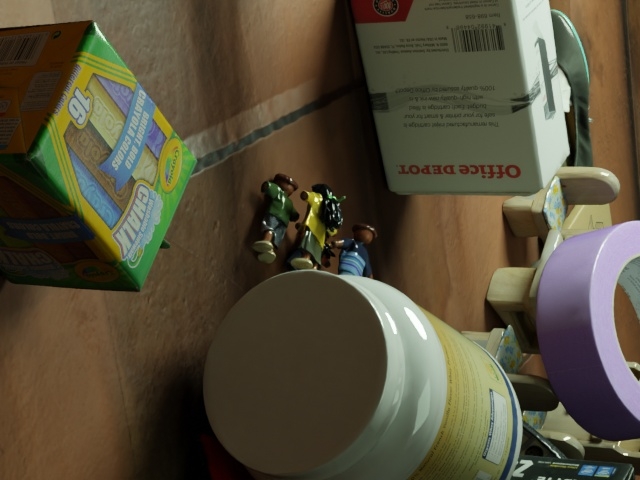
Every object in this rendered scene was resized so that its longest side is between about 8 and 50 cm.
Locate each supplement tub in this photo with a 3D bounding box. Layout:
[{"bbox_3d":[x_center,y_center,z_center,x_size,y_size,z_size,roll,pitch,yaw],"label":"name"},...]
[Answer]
[{"bbox_3d":[0.046,0.165,1.493,0.316,0.228,0.228,34,62,-57],"label":"supplement tub"}]

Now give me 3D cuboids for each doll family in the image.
[{"bbox_3d":[0.000,0.000,1.572,0.193,0.076,0.111,60,37,-51],"label":"doll family"}]

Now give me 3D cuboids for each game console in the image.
[{"bbox_3d":[-0.098,0.271,1.461,0.144,0.085,0.124,39,27,-56],"label":"game console"}]

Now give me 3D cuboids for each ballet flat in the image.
[{"bbox_3d":[0.335,-0.186,2.147,0.096,0.095,0.280,-42,128,-37],"label":"ballet flat"}]

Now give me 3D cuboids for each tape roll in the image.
[{"bbox_3d":[0.396,0.117,1.941,0.274,0.090,0.275,14,69,-42],"label":"tape roll"}]

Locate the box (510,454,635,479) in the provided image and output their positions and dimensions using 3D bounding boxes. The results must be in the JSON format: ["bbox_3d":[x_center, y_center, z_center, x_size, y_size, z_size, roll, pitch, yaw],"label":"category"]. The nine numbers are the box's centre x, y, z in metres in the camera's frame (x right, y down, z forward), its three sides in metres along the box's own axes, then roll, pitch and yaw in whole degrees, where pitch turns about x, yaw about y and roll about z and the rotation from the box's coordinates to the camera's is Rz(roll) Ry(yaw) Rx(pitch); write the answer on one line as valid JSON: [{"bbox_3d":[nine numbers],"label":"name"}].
[{"bbox_3d":[0.200,0.364,1.686,0.079,0.322,0.257,-39,125,-55],"label":"box"}]

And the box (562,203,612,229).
[{"bbox_3d":[0.421,0.014,2.378,0.201,0.021,0.164,-48,131,-51],"label":"box"}]

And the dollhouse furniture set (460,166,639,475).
[{"bbox_3d":[0.394,0.156,2.094,0.394,0.256,0.362,61,41,-43],"label":"dollhouse furniture set"}]

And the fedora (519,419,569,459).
[{"bbox_3d":[0.234,0.351,1.832,0.152,0.334,0.334,-39,131,-15],"label":"fedora"}]

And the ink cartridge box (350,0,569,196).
[{"bbox_3d":[0.160,-0.196,1.715,0.114,0.197,0.273,-44,129,-52],"label":"ink cartridge box"}]

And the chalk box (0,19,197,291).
[{"bbox_3d":[-0.193,-0.046,1.153,0.213,0.132,0.132,56,44,-44],"label":"chalk box"}]

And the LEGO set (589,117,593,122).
[{"bbox_3d":[0.391,-0.209,2.320,0.083,0.023,0.054,61,37,-22],"label":"LEGO set"}]
